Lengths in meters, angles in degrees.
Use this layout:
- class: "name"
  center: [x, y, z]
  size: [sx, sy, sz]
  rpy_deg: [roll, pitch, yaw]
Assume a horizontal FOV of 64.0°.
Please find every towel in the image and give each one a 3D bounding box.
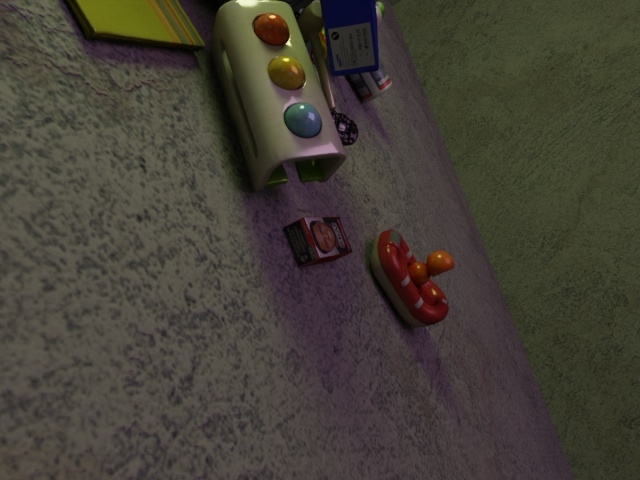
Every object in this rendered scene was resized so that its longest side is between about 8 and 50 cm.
- class: "towel"
  center: [-0.247, -0.304, 0.683]
  size: [0.102, 0.021, 0.237]
  rpy_deg: [57, 25, -3]

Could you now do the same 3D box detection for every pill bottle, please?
- class: "pill bottle"
  center: [0.134, -0.533, 1.585]
  size: [0.180, 0.108, 0.108]
  rpy_deg: [55, 25, -21]

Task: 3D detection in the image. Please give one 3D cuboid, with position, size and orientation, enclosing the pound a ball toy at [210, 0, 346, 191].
- class: "pound a ball toy"
  center: [-0.037, -0.254, 0.802]
  size: [0.208, 0.136, 0.319]
  rpy_deg: [-11, 74, -26]

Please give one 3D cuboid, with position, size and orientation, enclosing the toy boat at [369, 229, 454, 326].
- class: "toy boat"
  center: [0.218, 0.072, 1.108]
  size: [0.231, 0.151, 0.151]
  rpy_deg: [56, 25, -19]

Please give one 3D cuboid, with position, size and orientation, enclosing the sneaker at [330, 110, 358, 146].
- class: "sneaker"
  center: [-0.053, -0.219, 0.932]
  size: [0.234, 0.106, 0.078]
  rpy_deg: [23, 64, -23]

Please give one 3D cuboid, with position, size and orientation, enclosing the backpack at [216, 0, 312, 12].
- class: "backpack"
  center: [-0.115, -0.525, 0.891]
  size: [0.213, 0.276, 0.263]
  rpy_deg: [-36, 109, -37]

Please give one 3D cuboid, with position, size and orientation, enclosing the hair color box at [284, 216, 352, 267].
- class: "hair color box"
  center: [0.000, 0.000, 0.861]
  size: [0.141, 0.043, 0.072]
  rpy_deg: [-8, 75, -65]

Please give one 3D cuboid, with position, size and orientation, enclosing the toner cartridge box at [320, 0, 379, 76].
- class: "toner cartridge box"
  center: [0.051, -0.407, 0.837]
  size: [0.348, 0.075, 0.165]
  rpy_deg: [-82, 166, -54]

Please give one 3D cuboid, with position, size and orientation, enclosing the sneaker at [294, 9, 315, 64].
- class: "sneaker"
  center: [-0.042, -0.425, 1.122]
  size: [0.125, 0.104, 0.262]
  rpy_deg: [44, 31, -43]

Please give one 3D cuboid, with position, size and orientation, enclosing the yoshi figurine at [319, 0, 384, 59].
- class: "yoshi figurine"
  center: [0.075, -0.632, 1.396]
  size: [0.203, 0.203, 0.362]
  rpy_deg: [32, 42, 3]
